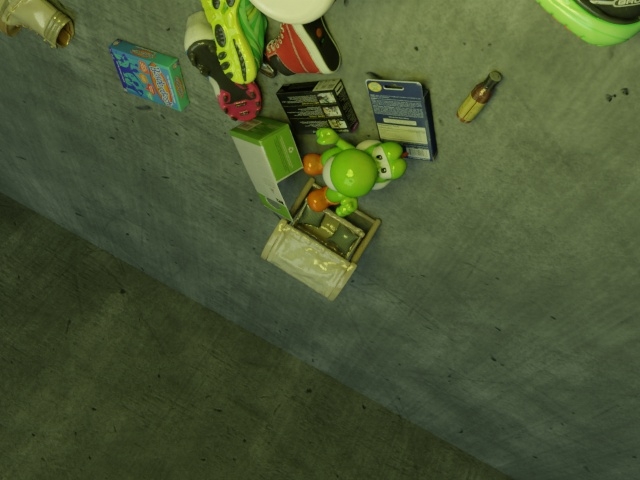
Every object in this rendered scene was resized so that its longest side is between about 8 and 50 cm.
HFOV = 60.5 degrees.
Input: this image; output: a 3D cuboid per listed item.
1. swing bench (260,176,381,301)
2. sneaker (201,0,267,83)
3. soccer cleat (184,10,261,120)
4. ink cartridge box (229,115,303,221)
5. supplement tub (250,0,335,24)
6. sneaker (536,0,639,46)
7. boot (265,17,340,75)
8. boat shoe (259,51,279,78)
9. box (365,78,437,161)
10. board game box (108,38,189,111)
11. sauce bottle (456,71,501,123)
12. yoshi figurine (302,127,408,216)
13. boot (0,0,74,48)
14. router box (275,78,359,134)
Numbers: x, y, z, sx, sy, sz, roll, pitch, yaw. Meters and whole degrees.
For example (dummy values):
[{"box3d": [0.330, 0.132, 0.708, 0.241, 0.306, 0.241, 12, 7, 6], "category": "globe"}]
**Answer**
[{"box3d": [0.000, 0.000, 1.631, 0.253, 0.254, 0.165, 31, 149, 0], "category": "swing bench"}, {"box3d": [-0.189, -0.504, 1.219, 0.110, 0.123, 0.295, 6, 124, 17], "category": "sneaker"}, {"box3d": [-0.236, -0.434, 1.383, 0.116, 0.143, 0.331, -15, 157, 9], "category": "soccer cleat"}, {"box3d": [-0.129, -0.199, 1.518, 0.189, 0.097, 0.255, 30, 148, 51], "category": "ink cartridge box"}, {"box3d": [-0.007, -0.504, 0.900, 0.191, 0.272, 0.191, 23, 148, 15], "category": "supplement tub"}, {"box3d": [0.312, -0.492, 0.777, 0.483, 0.185, 0.202, 34, 131, -10], "category": "sneaker"}, {"box3d": [-0.079, -0.467, 1.205, 0.176, 0.088, 0.244, 9, 146, 35], "category": "boot"}, {"box3d": [-0.156, -0.443, 1.347, 0.125, 0.038, 0.046, 35, 149, -6], "category": "boat shoe"}, {"box3d": [0.191, -0.283, 1.270, 0.137, 0.036, 0.225, 13, 147, 28], "category": "box"}, {"box3d": [-0.493, -0.476, 1.587, 0.210, 0.047, 0.160, 21, 148, 15], "category": "board game box"}, {"box3d": [0.327, -0.294, 1.131, 0.042, 0.042, 0.128, 33, 149, -2], "category": "sauce bottle"}, {"box3d": [0.052, -0.165, 1.339, 0.204, 0.203, 0.362, 36, 162, -21], "category": "yoshi figurine"}, {"box3d": [-0.843, -0.639, 1.623, 0.203, 0.095, 0.262, 40, 144, -17], "category": "boot"}, {"box3d": [-0.008, -0.329, 1.371, 0.179, 0.046, 0.133, 7, 142, 35], "category": "router box"}]
